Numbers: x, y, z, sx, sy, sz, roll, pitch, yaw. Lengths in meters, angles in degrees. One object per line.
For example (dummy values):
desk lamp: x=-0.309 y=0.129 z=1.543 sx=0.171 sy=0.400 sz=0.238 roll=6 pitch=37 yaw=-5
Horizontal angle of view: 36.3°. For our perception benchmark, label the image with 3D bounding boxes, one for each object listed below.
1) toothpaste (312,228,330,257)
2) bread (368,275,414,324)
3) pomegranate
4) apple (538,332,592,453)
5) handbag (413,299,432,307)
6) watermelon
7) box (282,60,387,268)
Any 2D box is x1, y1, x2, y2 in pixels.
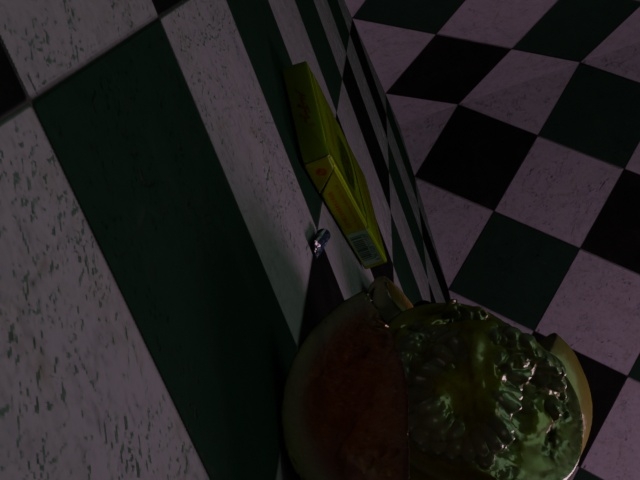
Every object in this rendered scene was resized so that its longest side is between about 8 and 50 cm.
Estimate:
toothpaste: x=0.000 y=0.000 z=1.274 sx=0.083 sy=0.019 sz=0.027 roll=-62 pitch=150 yaw=-72
bread: x=0.120 y=0.116 z=1.624 sx=0.214 sy=0.053 sz=0.073 roll=47 pitch=22 yaw=-62
pomegranate: x=0.139 y=0.220 z=1.054 sx=0.340 sy=0.261 sz=0.260 roll=-57 pitch=137 yaw=-35
apple: x=0.266 y=0.256 z=1.510 sx=0.254 sy=0.292 sz=0.291 roll=115 pitch=-39 yaw=-69
handbag: x=0.231 y=0.261 z=1.883 sx=0.244 sy=0.088 sz=0.275 roll=-54 pitch=122 yaw=-81
watermelon: x=0.026 y=0.154 z=0.836 sx=0.063 sy=0.119 sz=0.245 roll=49 pitch=22 yaw=-38
box: x=0.027 y=-0.110 z=1.541 sx=0.335 sy=0.047 sz=0.187 roll=58 pitch=17 yaw=-56
